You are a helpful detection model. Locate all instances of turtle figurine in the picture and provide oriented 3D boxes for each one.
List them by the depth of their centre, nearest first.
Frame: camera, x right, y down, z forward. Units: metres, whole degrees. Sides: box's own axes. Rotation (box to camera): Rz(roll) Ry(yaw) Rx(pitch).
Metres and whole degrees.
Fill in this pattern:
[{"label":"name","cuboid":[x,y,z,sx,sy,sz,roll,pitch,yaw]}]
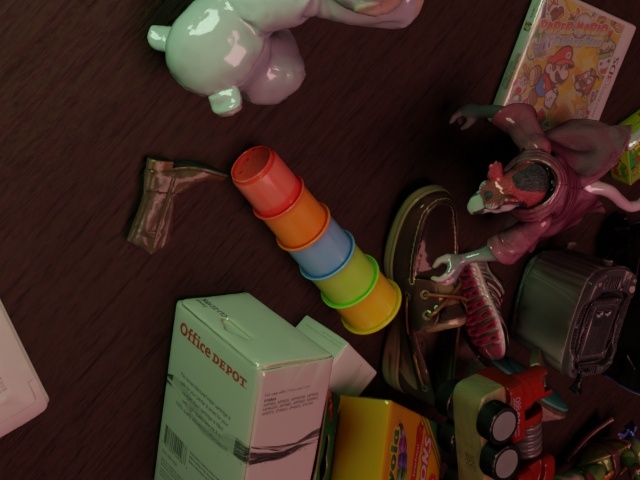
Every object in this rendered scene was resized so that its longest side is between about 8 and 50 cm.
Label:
[{"label":"turtle figurine","cuboid":[0.518,0.484,1.933,0.266,0.198,0.274,-7,112,-32]}]

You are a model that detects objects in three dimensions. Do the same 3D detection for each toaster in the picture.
[{"label":"toaster","cuboid":[0.403,0.119,1.691,0.129,0.146,0.227,-3,113,-36]}]

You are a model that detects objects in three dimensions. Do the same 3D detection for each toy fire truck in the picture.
[{"label":"toy fire truck","cuboid":[0.292,0.271,1.553,0.246,0.158,0.217,-20,114,-30]}]

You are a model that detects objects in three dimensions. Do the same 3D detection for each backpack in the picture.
[{"label":"backpack","cuboid":[0.572,0.132,1.776,0.263,0.276,0.213,-56,146,3]}]

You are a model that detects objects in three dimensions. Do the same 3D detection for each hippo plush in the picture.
[{"label":"hippo plush","cuboid":[-0.046,-0.236,1.100,0.294,0.234,0.236,2,123,-59]}]

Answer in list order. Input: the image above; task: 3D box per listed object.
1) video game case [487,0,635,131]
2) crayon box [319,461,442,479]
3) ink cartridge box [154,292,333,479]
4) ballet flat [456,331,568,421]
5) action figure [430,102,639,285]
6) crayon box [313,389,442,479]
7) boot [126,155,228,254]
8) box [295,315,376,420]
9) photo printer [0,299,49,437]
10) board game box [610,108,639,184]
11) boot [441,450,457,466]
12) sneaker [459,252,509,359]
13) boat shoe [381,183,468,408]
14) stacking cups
[{"label":"video game case","cuboid":[0.364,-0.251,1.556,0.227,0.026,0.206,9,106,-40]},{"label":"crayon box","cuboid":[0.093,0.448,1.657,0.278,0.081,0.165,22,97,-42]},{"label":"ink cartridge box","cuboid":[-0.103,0.227,1.312,0.114,0.197,0.272,-7,116,-37]},{"label":"ballet flat","cuboid":[0.288,0.241,1.710,0.106,0.107,0.316,-43,129,14]},{"label":"action figure","cuboid":[0.303,-0.057,1.402,0.370,0.276,0.248,-11,105,-68]},{"label":"crayon box","cuboid":[0.082,0.328,1.420,0.318,0.081,0.202,36,60,-62]},{"label":"boot","cuboid":[-0.170,-0.038,1.236,0.106,0.037,0.114,7,104,-26]},{"label":"box","cuboid":[-0.002,0.179,1.433,0.102,0.101,0.087,-51,133,-9]},{"label":"photo printer","cuboid":[-0.460,0.144,1.052,0.307,0.107,0.256,-31,127,-22]},{"label":"board game box","cuboid":[0.556,-0.179,1.732,0.181,0.043,0.092,-34,128,-21]},{"label":"boot","cuboid":[0.231,0.333,1.710,0.121,0.045,0.099,-38,137,18]},{"label":"sneaker","cuboid":[0.255,0.095,1.584,0.075,0.063,0.170,-14,81,-43]},{"label":"boat shoe","cuboid":[0.168,0.090,1.506,0.123,0.123,0.342,-12,118,-34]},{"label":"stacking cups","cuboid":[0.000,0.000,1.349,0.096,0.096,0.316,-47,132,-10]}]
